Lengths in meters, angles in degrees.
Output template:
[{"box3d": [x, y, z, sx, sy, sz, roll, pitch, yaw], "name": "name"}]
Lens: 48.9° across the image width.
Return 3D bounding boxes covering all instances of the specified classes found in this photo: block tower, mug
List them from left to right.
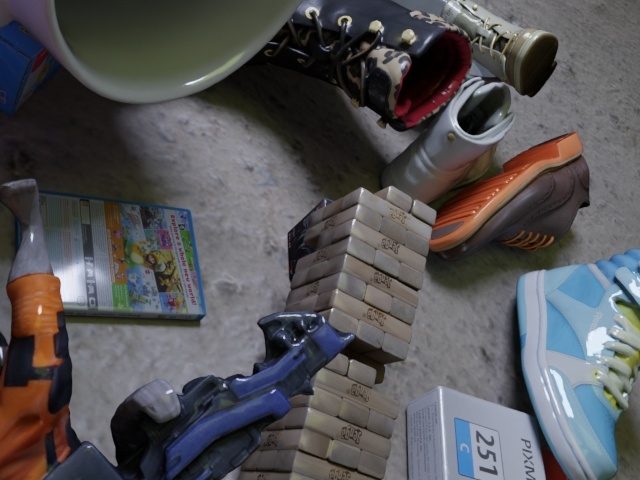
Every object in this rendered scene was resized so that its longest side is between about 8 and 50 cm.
[{"box3d": [-0.224, -0.288, 0.553, 0.374, 0.276, 0.328, -40, 70, -17], "name": "mug"}, {"box3d": [0.013, 0.113, 0.622, 0.091, 0.097, 0.335, 27, 62, -24], "name": "block tower"}]

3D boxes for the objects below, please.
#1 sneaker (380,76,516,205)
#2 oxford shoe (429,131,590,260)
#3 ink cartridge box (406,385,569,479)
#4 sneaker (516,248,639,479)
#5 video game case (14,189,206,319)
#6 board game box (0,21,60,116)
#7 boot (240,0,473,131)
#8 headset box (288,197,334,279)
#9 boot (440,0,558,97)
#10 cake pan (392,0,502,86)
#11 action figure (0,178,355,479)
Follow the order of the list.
[{"box3d": [0.216, -0.151, 0.969, 0.108, 0.169, 0.292, 48, 42, 3], "name": "sneaker"}, {"box3d": [0.282, -0.039, 0.974, 0.364, 0.130, 0.132, -30, 97, -38], "name": "oxford shoe"}, {"box3d": [0.208, 0.321, 0.699, 0.261, 0.066, 0.296, 22, 49, -23], "name": "ink cartridge box"}, {"box3d": [0.344, 0.122, 0.804, 0.127, 0.208, 0.319, 52, 28, -30], "name": "sneaker"}, {"box3d": [-0.190, 0.014, 0.646, 0.166, 0.015, 0.119, 7, 56, -34], "name": "video game case"}, {"box3d": [-0.355, -0.319, 0.705, 0.302, 0.086, 0.308, 34, 45, -14], "name": "board game box"}, {"box3d": [-0.020, -0.226, 0.793, 0.284, 0.138, 0.377, 31, 31, 25], "name": "boot"}, {"box3d": [0.000, 0.000, 0.753, 0.032, 0.083, 0.062, 17, 52, -29], "name": "headset box"}, {"box3d": [0.227, -0.265, 0.930, 0.165, 0.077, 0.213, 39, 15, 13], "name": "boot"}, {"box3d": [0.153, -0.310, 1.070, 0.293, 0.054, 0.293, 18, 38, -15], "name": "cake pan"}, {"box3d": [-0.155, 0.128, 0.485, 0.341, 0.178, 0.330, -32, 87, -21], "name": "action figure"}]
